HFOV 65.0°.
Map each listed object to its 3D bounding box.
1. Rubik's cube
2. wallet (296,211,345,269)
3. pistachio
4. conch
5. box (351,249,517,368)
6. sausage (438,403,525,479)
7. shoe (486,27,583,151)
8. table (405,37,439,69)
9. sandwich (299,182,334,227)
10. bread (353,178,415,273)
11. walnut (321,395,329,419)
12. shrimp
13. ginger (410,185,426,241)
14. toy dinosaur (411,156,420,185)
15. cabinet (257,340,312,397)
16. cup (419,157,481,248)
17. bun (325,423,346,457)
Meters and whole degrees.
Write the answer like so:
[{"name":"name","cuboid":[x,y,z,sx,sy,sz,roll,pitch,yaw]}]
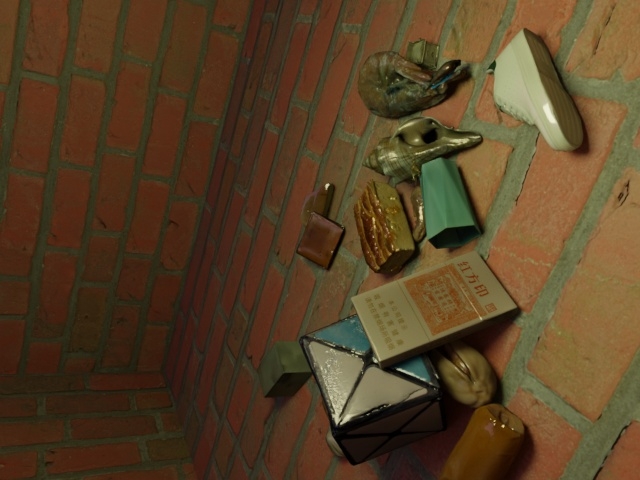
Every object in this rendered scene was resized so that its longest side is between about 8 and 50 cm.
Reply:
[{"name":"Rubik's cube","cuboid":[0.143,0.387,1.373,0.310,0.307,0.305,70,178,-51]},{"name":"wallet","cuboid":[0.002,0.000,1.980,0.161,0.042,0.195,29,112,23]},{"name":"pistachio","cuboid":[0.364,0.336,1.300,0.143,0.144,0.215,-68,31,23]},{"name":"conch","cuboid":[0.295,-0.283,1.537,0.387,0.170,0.202,-12,92,24]},{"name":"box","cuboid":[0.283,0.170,1.288,0.051,0.366,0.204,75,174,-48]},{"name":"sausage","cuboid":[0.379,0.565,1.234,0.134,0.116,0.353,30,113,24]},{"name":"shoe","cuboid":[0.500,-0.338,1.223,0.160,0.132,0.362,-41,46,47]},{"name":"table","cuboid":[0.325,-0.593,1.605,0.062,0.083,0.079,10,91,60]},{"name":"sandwich","cuboid":[-0.016,-0.122,2.038,0.096,0.094,0.257,21,105,17]},{"name":"bread","cuboid":[0.200,-0.040,1.637,0.184,0.114,0.274,117,144,-54]},{"name":"walnut","cuboid":[0.104,0.519,1.623,0.245,0.198,0.198,51,126,44]},{"name":"shrimp","cuboid":[0.274,-0.509,1.604,0.446,0.110,0.221,9,126,54]},{"name":"ginger","cuboid":[0.307,-0.083,1.557,0.069,0.051,0.173,-9,74,61]},{"name":"toy dinosaur","cuboid":[0.279,-0.194,1.467,0.041,0.026,0.113,-90,-12,-46]},{"name":"cabinet","cuboid":[-0.147,0.531,2.077,0.206,0.145,0.150,-57,40,36]},{"name":"cup","cuboid":[0.357,-0.109,1.419,0.134,0.148,0.235,-17,60,22]},{"name":"bun","cuboid":[0.059,0.689,1.756,0.138,0.094,0.138,-18,69,60]}]
